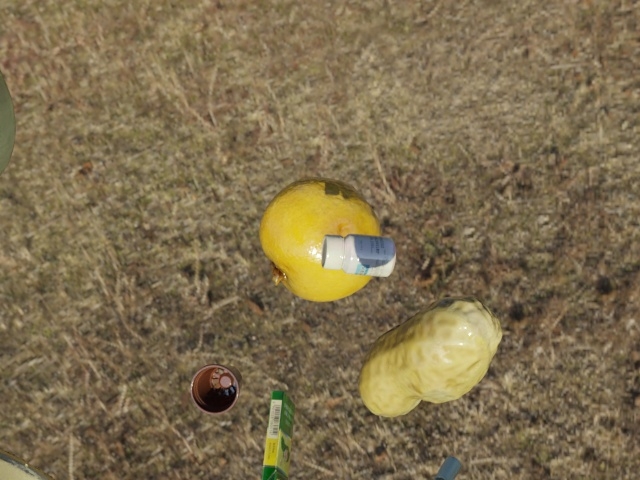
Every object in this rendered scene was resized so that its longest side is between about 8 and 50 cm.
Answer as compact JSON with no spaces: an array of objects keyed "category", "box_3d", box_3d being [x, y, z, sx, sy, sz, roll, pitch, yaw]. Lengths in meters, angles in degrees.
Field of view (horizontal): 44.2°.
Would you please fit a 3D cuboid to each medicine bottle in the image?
[{"category":"medicine bottle","box_3d":[0.048,0.018,1.002,0.089,0.052,0.052,5,40,-9]}]

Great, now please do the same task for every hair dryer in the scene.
[{"category":"hair dryer","box_3d":[0.261,0.516,1.668,0.038,0.124,0.063,26,43,22]}]

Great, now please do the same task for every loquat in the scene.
[{"category":"loquat","box_3d":[0.000,0.000,1.291,0.208,0.208,0.208,-10,41,9]}]

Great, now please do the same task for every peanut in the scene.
[{"category":"peanut","box_3d":[0.088,0.106,0.677,0.080,0.174,0.080,16,53,-23]}]

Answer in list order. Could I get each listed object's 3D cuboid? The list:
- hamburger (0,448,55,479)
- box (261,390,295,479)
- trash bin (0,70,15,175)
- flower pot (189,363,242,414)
[{"category":"hamburger","box_3d":[-0.643,0.511,1.562,0.227,0.295,0.151,-48,11,27]},{"category":"box","box_3d":[-0.094,0.468,1.770,0.034,0.132,0.235,0,64,11]},{"category":"trash bin","box_3d":[-0.492,-0.060,0.699,0.280,0.280,0.432,-6,25,14]},{"category":"flower pot","box_3d":[-0.216,0.311,1.706,0.111,0.111,0.089,-9,4,11]}]
